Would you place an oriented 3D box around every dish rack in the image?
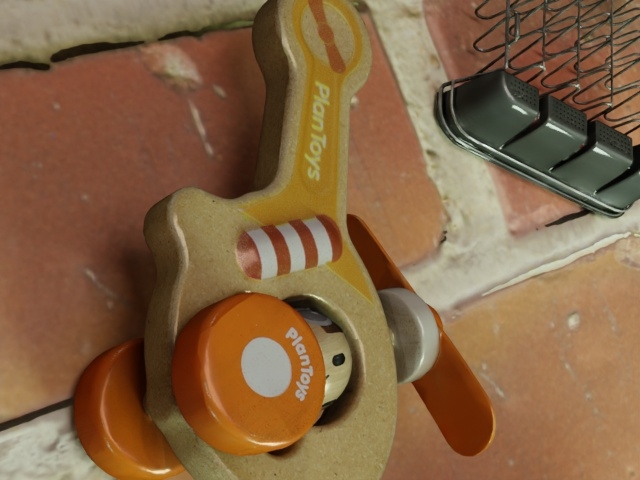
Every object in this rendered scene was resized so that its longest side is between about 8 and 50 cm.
[{"bbox_3d":[0.203,-0.175,1.048,0.208,0.074,0.272,23,61,-30],"label":"dish rack"}]

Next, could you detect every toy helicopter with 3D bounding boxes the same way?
[{"bbox_3d":[0.000,0.000,0.801,0.235,0.140,0.355,21,61,-32],"label":"toy helicopter"}]
